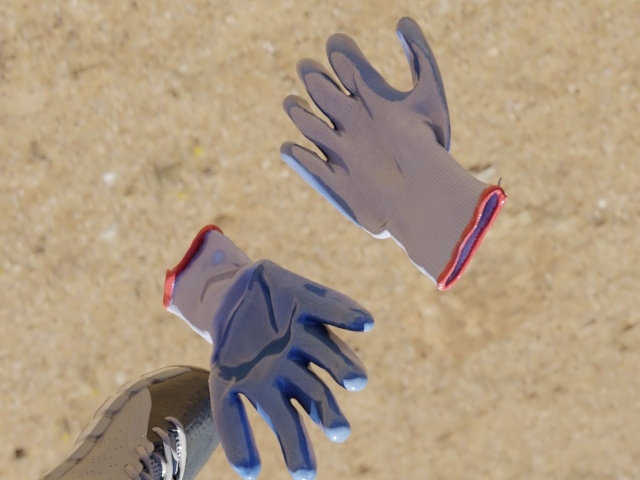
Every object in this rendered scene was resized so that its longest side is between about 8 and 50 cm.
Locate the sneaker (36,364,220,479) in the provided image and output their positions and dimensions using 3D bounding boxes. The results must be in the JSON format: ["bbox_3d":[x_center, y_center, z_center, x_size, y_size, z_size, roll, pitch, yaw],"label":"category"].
[{"bbox_3d":[-0.098,0.155,1.001,0.229,0.132,0.086,-39,121,-37],"label":"sneaker"}]

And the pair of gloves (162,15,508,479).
[{"bbox_3d":[0.000,0.000,0.755,0.023,0.159,0.198,20,108,-39],"label":"pair of gloves"}]
